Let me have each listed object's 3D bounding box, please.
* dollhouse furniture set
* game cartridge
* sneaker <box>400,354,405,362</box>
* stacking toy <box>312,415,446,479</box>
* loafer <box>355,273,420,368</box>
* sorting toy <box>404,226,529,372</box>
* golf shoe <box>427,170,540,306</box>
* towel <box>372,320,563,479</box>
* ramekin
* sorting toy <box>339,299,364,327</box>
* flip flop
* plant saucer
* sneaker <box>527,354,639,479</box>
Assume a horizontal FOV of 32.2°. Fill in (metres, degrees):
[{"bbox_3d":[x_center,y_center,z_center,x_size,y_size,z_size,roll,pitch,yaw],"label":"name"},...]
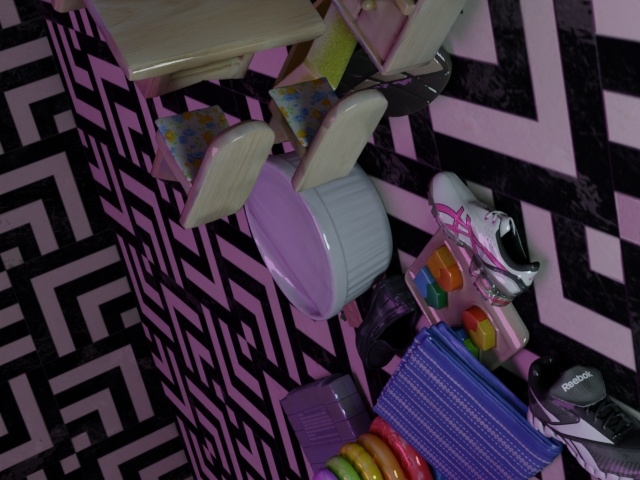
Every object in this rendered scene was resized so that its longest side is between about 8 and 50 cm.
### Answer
[{"bbox_3d":[-0.032,-0.271,1.105,0.362,0.394,0.256,58,147,20],"label":"dollhouse furniture set"},{"bbox_3d":[0.032,0.378,2.150,0.230,0.068,0.355,68,159,6],"label":"game cartridge"},{"bbox_3d":[0.167,0.221,1.688,0.119,0.047,0.057,57,152,3],"label":"sneaker"},{"bbox_3d":[0.047,0.399,1.791,0.165,0.302,0.175,52,154,33],"label":"stacking toy"},{"bbox_3d":[0.104,0.140,1.699,0.223,0.076,0.078,103,146,-52],"label":"loafer"},{"bbox_3d":[0.187,0.090,1.504,0.193,0.038,0.208,61,158,13],"label":"sorting toy"},{"bbox_3d":[0.200,-0.016,1.345,0.086,0.067,0.186,-47,66,38],"label":"golf shoe"},{"bbox_3d":[0.202,0.258,1.589,0.243,0.040,0.336,43,154,11],"label":"towel"},{"bbox_3d":[0.000,-0.022,1.702,0.273,0.127,0.272,47,150,37],"label":"ramekin"},{"bbox_3d":[0.050,0.121,1.897,0.083,0.012,0.062,0,117,63],"label":"sorting toy"},{"bbox_3d":[0.067,-0.202,1.414,0.112,0.080,0.277,39,152,-14],"label":"flip flop"},{"bbox_3d":[0.002,-0.253,1.401,0.045,0.188,0.188,28,165,-15],"label":"plant saucer"},{"bbox_3d":[0.310,0.200,1.273,0.234,0.078,0.106,31,142,59],"label":"sneaker"}]
